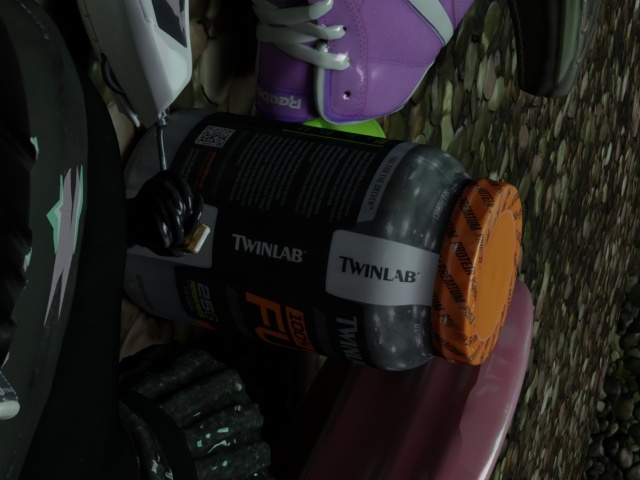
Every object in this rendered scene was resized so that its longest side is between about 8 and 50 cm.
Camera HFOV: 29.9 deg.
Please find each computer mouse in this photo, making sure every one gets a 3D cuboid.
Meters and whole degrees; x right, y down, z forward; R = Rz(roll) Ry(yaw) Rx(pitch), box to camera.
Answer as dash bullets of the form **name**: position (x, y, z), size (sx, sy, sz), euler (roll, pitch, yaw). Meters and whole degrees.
- **computer mouse**: position (-0.087, -0.087, 0.532), size (0.042, 0.106, 0.193), euler (-6, 98, -27)

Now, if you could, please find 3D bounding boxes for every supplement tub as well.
- **supplement tub**: position (0.000, 0.000, 0.619), size (0.117, 0.190, 0.117), euler (11, 90, -67)

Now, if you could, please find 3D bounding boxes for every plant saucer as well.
- **plant saucer**: position (0.015, 0.154, 0.736), size (0.332, 0.084, 0.332), euler (-61, -178, 3)

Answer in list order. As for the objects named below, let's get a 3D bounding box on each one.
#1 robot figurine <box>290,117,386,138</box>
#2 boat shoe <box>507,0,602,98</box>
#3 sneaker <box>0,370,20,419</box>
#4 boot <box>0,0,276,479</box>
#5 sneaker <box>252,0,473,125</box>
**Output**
- **robot figurine**: position (0.002, -0.054, 0.762), size (0.115, 0.067, 0.101), euler (-11, 81, -66)
- **boat shoe**: position (0.159, -0.290, 0.953), size (0.132, 0.130, 0.356), euler (-45, 135, -59)
- **sneaker**: position (-0.169, 0.106, 0.327), size (0.235, 0.094, 0.090), euler (-60, 168, 15)
- **boot**: position (-0.099, 0.070, 0.489), size (0.260, 0.131, 0.348), euler (-15, 124, -59)
- **sneaker**: position (-0.011, -0.143, 0.626), size (0.282, 0.102, 0.161), euler (18, 102, -50)
